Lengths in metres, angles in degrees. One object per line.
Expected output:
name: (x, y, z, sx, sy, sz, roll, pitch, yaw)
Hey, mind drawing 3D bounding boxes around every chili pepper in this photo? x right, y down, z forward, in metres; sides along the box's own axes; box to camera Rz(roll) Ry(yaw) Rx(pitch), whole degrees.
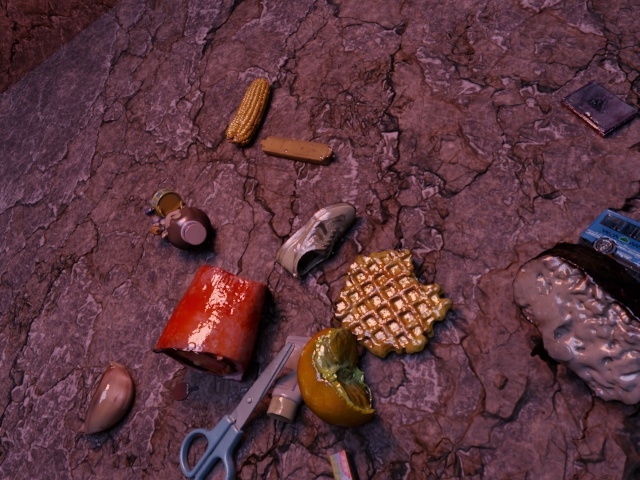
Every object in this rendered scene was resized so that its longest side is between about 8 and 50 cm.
chili pepper: (-0.281, 0.204, 1.394, 0.252, 0.229, 0.305, -3, 61, 42)

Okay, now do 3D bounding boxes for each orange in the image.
orange: (0.027, 0.329, 1.208, 0.159, 0.179, 0.237, -27, 62, 14)

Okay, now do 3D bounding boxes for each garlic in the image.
garlic: (-0.633, 0.489, 1.475, 0.129, 0.148, 0.266, 31, 70, -3)

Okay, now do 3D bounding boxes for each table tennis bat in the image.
table tennis bat: (-0.383, 0.425, 1.445, 0.083, 0.007, 0.050, -17, 57, 18)

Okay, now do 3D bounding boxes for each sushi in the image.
sushi: (0.558, 0.165, 1.043, 0.348, 0.208, 0.234, 54, 136, 28)

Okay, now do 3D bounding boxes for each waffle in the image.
waffle: (0.177, 0.152, 1.317, 0.301, 0.058, 0.281, 29, 78, 32)

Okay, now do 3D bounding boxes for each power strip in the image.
power strip: (-0.074, -0.298, 1.692, 0.306, 0.044, 0.064, 15, 69, 32)

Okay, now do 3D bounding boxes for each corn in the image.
corn: (-0.251, -0.464, 1.837, 0.101, 0.101, 0.291, 5, 61, 27)

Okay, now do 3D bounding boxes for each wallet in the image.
wallet: (0.742, -0.355, 1.363, 0.111, 0.030, 0.165, -31, 56, 0)

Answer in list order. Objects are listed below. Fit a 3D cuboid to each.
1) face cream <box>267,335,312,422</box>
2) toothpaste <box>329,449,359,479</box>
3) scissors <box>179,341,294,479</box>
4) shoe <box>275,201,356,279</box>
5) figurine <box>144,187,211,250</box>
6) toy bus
face cream: (-0.071, 0.350, 1.321, 0.114, 0.070, 0.224, 3, 55, 25)
toothpaste: (0.065, 0.567, 1.125, 0.044, 0.070, 0.193, -25, 55, 12)
scissors: (-0.199, 0.438, 1.293, 0.193, 0.029, 0.447, 38, 93, 38)
shoe: (0.000, 0.000, 1.459, 0.275, 0.103, 0.098, -43, 55, 4)
figurine: (-0.446, -0.057, 1.652, 0.276, 0.158, 0.161, 27, 37, 35)
toy bus: (0.700, 0.041, 1.109, 0.134, 0.113, 0.246, -46, 53, -12)
